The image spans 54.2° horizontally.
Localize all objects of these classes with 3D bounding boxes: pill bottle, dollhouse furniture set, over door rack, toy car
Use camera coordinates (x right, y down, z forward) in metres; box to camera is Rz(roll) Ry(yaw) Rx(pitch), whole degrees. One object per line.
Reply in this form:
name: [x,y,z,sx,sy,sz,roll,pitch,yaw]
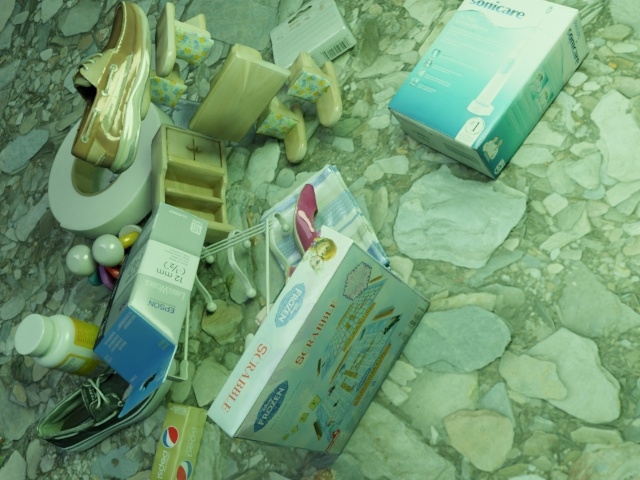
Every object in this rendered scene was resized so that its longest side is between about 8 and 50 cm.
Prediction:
pill bottle: [-0.552,0.229,1.372,0.118,0.208,0.117,-12,64,26]
dollhouse furniture set: [-0.204,-0.204,1.280,0.394,0.362,0.256,-42,48,44]
over door rack: [-0.171,0.119,1.231,0.240,0.108,0.324,-22,44,29]
toy car: [-0.486,0.050,1.470,0.182,0.159,0.136,-19,98,21]

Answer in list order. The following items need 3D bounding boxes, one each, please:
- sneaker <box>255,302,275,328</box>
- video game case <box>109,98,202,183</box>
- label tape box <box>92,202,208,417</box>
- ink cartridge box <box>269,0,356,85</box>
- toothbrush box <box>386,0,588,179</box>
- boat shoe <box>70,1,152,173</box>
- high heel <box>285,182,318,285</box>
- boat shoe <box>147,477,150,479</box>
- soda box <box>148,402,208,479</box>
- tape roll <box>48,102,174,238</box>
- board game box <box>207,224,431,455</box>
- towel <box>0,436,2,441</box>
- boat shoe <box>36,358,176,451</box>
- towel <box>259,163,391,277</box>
sneaker: [-0.096,0.184,1.222,0.070,0.051,0.134,-1,66,32]
video game case: [-0.420,-0.246,1.617,0.196,0.026,0.274,19,81,35]
label tape box: [-0.346,0.136,1.219,0.249,0.115,0.347,-41,31,46]
ink cartridge box: [-0.024,-0.481,1.482,0.189,0.066,0.232,-31,36,16]
toothbrush box: [0.303,-0.296,1.146,0.216,0.126,0.295,35,90,37]
boat shoe: [-0.381,-0.286,1.127,0.123,0.117,0.324,-17,67,57]
high heel: [0.002,-0.001,1.205,0.117,0.082,0.244,5,58,1]
boat shoe: [-0.339,0.504,1.240,0.035,0.035,0.100,33,83,9]
soda box: [-0.279,0.414,1.221,0.058,0.061,0.181,1,70,31]
tape roll: [-0.538,-0.192,1.604,0.392,0.072,0.391,-12,64,25]
board game box: [0.018,0.176,0.992,0.066,0.318,0.318,29,85,36]
towel: [-0.857,0.550,1.529,0.144,0.029,0.196,15,80,34]
boat shoe: [-0.454,0.343,1.320,0.335,0.119,0.121,-39,55,10]
towel: [0.000,0.000,1.255,0.209,0.034,0.285,-36,56,13]
